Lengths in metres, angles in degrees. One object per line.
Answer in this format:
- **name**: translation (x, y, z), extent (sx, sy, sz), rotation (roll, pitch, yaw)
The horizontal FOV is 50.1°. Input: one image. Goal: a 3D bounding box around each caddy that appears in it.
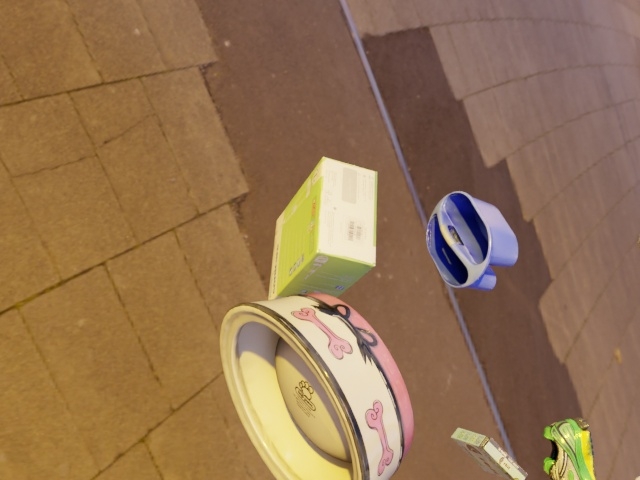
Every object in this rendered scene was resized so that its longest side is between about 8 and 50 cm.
- **caddy**: translation (0.457, 0.002, 2.153), extent (0.179, 0.241, 0.341), rotation (14, 36, -29)

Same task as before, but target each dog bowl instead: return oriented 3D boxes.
- **dog bowl**: translation (-0.007, 0.272, 1.199), extent (0.150, 0.408, 0.408), rotation (-23, 98, -32)

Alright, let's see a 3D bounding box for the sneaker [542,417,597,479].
- **sneaker**: translation (0.736, 0.706, 2.031), extent (0.134, 0.146, 0.344), rotation (63, 21, -78)

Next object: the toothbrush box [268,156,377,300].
- **toothbrush box**: translation (0.000, 0.000, 1.369), extent (0.122, 0.283, 0.206), rotation (14, 60, -19)

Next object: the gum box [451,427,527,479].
- **gum box**: translation (0.480, 0.616, 1.962), extent (0.157, 0.184, 0.041), rotation (46, 72, -9)

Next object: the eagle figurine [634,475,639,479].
- **eagle figurine**: translation (0.607, 0.639, 1.329), extent (0.226, 0.225, 0.298), rotation (-27, 61, -30)

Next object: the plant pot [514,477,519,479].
- **plant pot**: translation (0.641, 0.745, 1.746), extent (0.276, 0.254, 0.276), rotation (-8, 90, -75)

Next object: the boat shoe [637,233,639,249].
- **boat shoe**: translation (0.906, -0.004, 1.665), extent (0.103, 0.302, 0.113), rotation (-96, -167, -50)
